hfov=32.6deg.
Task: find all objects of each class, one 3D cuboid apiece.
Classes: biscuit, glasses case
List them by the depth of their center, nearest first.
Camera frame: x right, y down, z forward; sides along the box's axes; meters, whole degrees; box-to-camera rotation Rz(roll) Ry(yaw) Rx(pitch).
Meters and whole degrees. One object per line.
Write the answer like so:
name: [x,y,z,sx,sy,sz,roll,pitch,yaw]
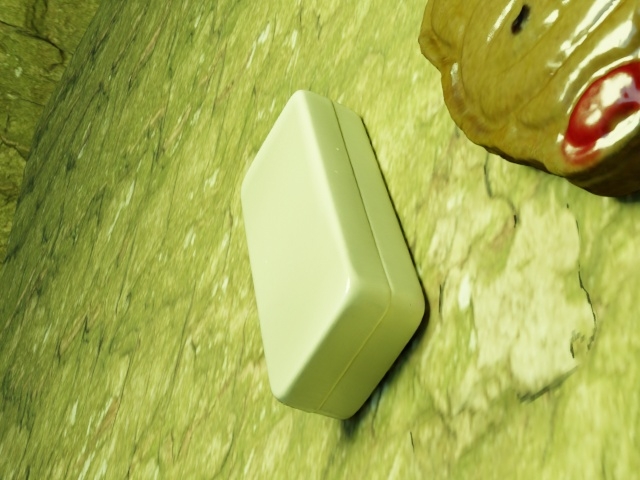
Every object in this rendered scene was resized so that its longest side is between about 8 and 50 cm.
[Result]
biscuit: [0.180,-0.198,0.711,0.359,0.074,0.381,-49,27,43]
glasses case: [0.000,0.000,0.929,0.131,0.070,0.313,-58,25,27]
